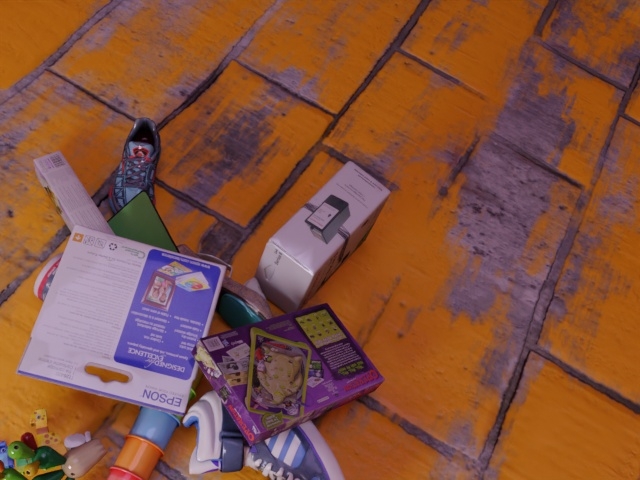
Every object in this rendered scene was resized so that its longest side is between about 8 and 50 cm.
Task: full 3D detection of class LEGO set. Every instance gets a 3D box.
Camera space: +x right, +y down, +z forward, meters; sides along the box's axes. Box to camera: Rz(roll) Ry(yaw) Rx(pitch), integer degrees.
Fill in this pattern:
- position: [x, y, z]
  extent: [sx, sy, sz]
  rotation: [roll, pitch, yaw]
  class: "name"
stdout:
- position: [-0.514, 0.356, 1.382]
  extent: [0.227, 0.087, 0.093]
  rotation: [-7, 60, -20]
  class: "LEGO set"

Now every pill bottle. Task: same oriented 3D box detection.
- position: [-0.461, 0.112, 1.543]
  extent: [0.180, 0.108, 0.108]
  rotation: [32, 55, 6]
  class: "pill bottle"

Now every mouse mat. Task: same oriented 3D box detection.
- position: [-0.381, 0.007, 1.632]
  extent: [0.152, 0.007, 0.190]
  rotation: [-38, 66, 15]
  class: "mouse mat"

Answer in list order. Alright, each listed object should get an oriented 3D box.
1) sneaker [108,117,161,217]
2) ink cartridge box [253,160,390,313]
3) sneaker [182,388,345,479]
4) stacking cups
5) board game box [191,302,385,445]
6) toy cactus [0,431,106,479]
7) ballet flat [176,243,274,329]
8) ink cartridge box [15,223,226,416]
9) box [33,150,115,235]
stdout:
- position: [-0.410, -0.163, 1.726]
  extent: [0.104, 0.125, 0.262]
  rotation: [5, 56, -11]
  class: "sneaker"
- position: [0.000, 0.000, 1.679]
  extent: [0.121, 0.211, 0.289]
  rotation: [38, 57, 9]
  class: "ink cartridge box"
- position: [-0.116, 0.409, 1.436]
  extent: [0.236, 0.130, 0.323]
  rotation: [-24, 68, -22]
  class: "sneaker"
- position: [-0.314, 0.345, 1.438]
  extent: [0.096, 0.096, 0.316]
  rotation: [25, 55, 2]
  class: "stacking cups"
- position: [-0.053, 0.239, 1.476]
  extent: [0.346, 0.056, 0.208]
  rotation: [-10, 51, -47]
  class: "board game box"
- position: [-0.450, 0.398, 1.316]
  extent: [0.180, 0.219, 0.112]
  rotation: [-31, 27, -31]
  class: "toy cactus"
- position: [-0.193, 0.102, 1.628]
  extent: [0.316, 0.108, 0.106]
  rotation: [33, 48, 6]
  class: "ballet flat"
- position: [-0.359, 0.149, 1.452]
  extent: [0.303, 0.072, 0.307]
  rotation: [17, 63, -7]
  class: "ink cartridge box"
- position: [-0.509, -0.056, 1.654]
  extent: [0.067, 0.063, 0.324]
  rotation: [-27, 63, -26]
  class: "box"
